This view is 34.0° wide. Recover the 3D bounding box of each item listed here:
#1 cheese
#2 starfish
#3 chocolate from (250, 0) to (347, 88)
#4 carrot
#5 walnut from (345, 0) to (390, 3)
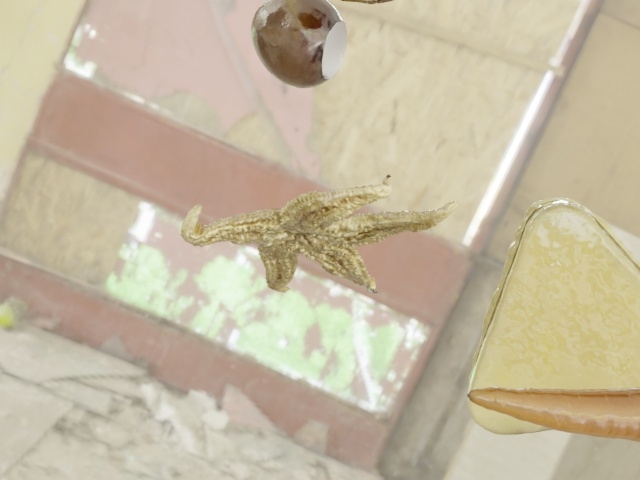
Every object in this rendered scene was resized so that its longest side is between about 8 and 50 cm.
[{"bbox_3d":[0.393,0.107,1.613,0.384,0.384,0.104,25,16,5],"label":"cheese"},{"bbox_3d":[0.000,-0.004,1.202,0.299,0.060,0.302,-4,-22,2],"label":"starfish"},{"bbox_3d":[-0.046,-0.343,1.769,0.176,0.177,0.177,24,10,-4],"label":"chocolate"},{"bbox_3d":[0.316,0.180,1.079,0.336,0.069,0.069,5,12,-7],"label":"carrot"},{"bbox_3d":[0.048,-0.417,1.546,0.245,0.137,0.137,23,8,28],"label":"walnut"}]
